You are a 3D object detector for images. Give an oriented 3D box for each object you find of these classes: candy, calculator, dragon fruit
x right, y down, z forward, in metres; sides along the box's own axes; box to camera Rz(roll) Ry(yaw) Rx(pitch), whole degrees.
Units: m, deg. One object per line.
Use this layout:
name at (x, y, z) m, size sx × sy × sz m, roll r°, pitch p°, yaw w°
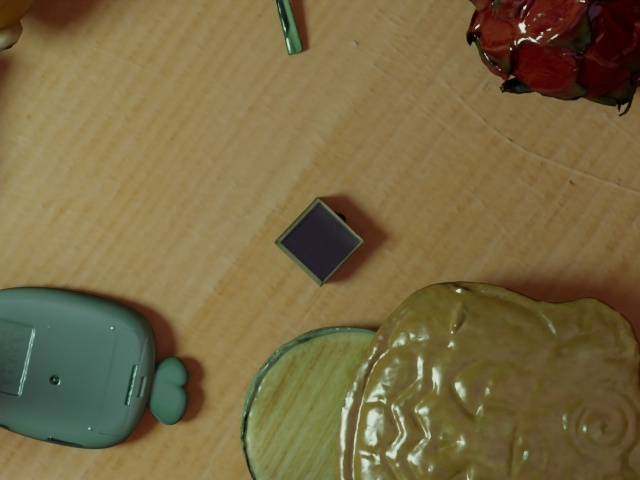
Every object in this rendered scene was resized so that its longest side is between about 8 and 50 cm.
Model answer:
candy at (-0.064, -0.349, 1.558) m, size 0.073 × 0.077 × 0.262 m, roll -15°, pitch 102°, yaw 0°
calculator at (-0.302, 0.154, 1.571) m, size 0.299 × 0.041 × 0.185 m, roll 14°, pitch 92°, yaw -3°
dragon fruit at (0.303, -0.261, 1.528) m, size 0.293 × 0.234 × 0.233 m, roll 30°, pitch 91°, yaw -35°

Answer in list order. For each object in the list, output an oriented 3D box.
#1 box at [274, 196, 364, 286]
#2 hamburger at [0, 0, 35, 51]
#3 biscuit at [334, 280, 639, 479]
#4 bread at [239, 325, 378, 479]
box at (0.000, 0.000, 1.586) m, size 0.079 × 0.035 × 0.083 m, roll 43°, pitch 90°, yaw -4°
hamburger at (-0.424, -0.321, 1.435) m, size 0.277 × 0.276 × 0.236 m, roll 16°, pitch 87°, yaw -4°
biscuit at (0.198, 0.242, 1.512) m, size 0.365 × 0.062 × 0.385 m, roll 4°, pitch 88°, yaw 11°
bread at (0.033, 0.232, 1.596) m, size 0.267 × 0.040 × 0.266 m, roll 0°, pitch 92°, yaw -4°
